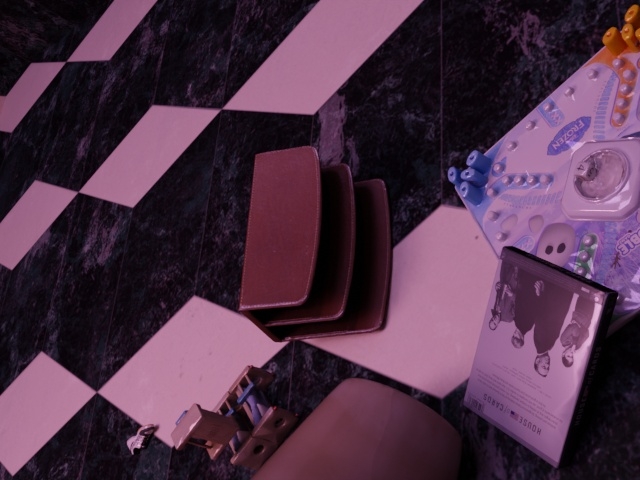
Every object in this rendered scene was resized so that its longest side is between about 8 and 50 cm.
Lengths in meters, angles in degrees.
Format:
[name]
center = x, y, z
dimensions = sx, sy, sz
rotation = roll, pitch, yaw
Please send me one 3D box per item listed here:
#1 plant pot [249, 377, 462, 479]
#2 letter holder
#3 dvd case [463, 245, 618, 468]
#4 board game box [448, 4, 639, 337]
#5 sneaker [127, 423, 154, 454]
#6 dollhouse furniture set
[plant pot]
center = 0.049, 0.353, 1.091
dimensions = 0.323, 0.323, 0.280
rotation = 1, 52, 48
[letter holder]
center = 0.000, 0.000, 1.391
dimensions = 0.214, 0.152, 0.302
rotation = -8, 60, 20
[dvd case]
center = 0.280, 0.148, 1.070
dimensions = 0.179, 0.029, 0.239
rotation = 30, 115, 52
[board game box]
center = 0.390, -0.091, 1.139
dimensions = 0.390, 0.050, 0.390
rotation = -43, 42, 22
[sneaker]
center = -0.369, 0.415, 1.702
dimensions = 0.083, 0.032, 0.037
rotation = -47, 54, 25
[dollhouse furniture set]
center = -0.159, 0.291, 1.414
dimensions = 0.129, 0.183, 0.129
rotation = -53, 39, 11
